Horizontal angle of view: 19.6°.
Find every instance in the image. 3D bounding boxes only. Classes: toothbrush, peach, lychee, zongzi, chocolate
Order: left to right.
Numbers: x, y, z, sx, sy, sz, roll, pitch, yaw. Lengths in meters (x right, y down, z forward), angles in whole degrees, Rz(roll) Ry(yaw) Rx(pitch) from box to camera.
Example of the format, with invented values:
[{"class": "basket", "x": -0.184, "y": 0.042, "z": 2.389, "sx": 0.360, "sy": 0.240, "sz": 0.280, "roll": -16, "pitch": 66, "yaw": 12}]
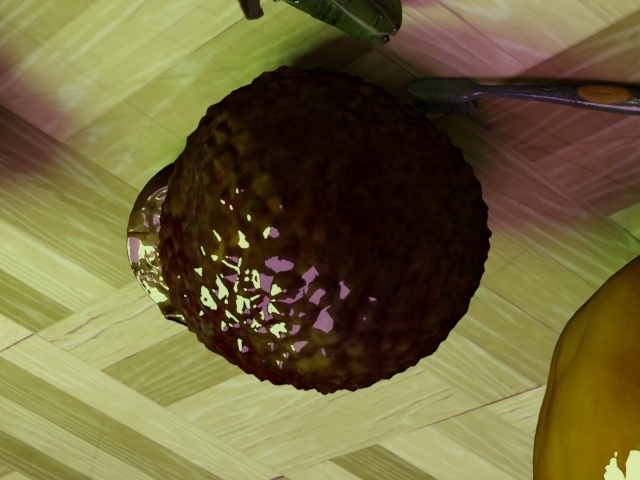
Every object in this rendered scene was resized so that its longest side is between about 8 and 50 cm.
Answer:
[{"class": "chocolate", "x": -0.100, "y": -0.005, "z": 1.548, "sx": 0.124, "sy": 0.127, "sz": 0.133, "roll": -4, "pitch": 123, "yaw": -23}, {"class": "lychee", "x": 0.000, "y": 0.000, "z": 1.396, "sx": 0.260, "sy": 0.260, "sz": 0.260, "roll": 12, "pitch": 148, "yaw": 8}, {"class": "zongzi", "x": 0.029, "y": -0.192, "z": 1.269, "sx": 0.104, "sy": 0.052, "sz": 0.113, "roll": 21, "pitch": 136, "yaw": -22}, {"class": "toothbrush", "x": 0.217, "y": -0.100, "z": 1.342, "sx": 0.321, "sy": 0.023, "sz": 0.031, "roll": 4, "pitch": 153, "yaw": 22}, {"class": "peach", "x": 0.329, "y": 0.142, "z": 1.408, "sx": 0.342, "sy": 0.302, "sz": 0.343, "roll": 21, "pitch": 145, "yaw": 16}]

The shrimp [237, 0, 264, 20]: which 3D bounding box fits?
[{"class": "shrimp", "x": -0.049, "y": -0.264, "z": 1.164, "sx": 0.168, "sy": 0.077, "sz": 0.317, "roll": 5, "pitch": 144, "yaw": 14}]
